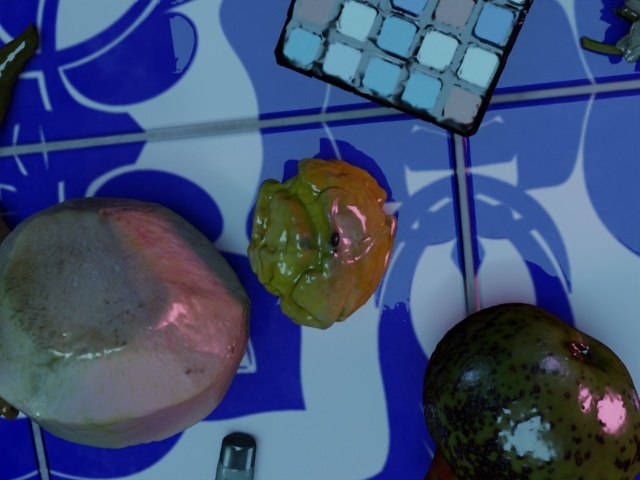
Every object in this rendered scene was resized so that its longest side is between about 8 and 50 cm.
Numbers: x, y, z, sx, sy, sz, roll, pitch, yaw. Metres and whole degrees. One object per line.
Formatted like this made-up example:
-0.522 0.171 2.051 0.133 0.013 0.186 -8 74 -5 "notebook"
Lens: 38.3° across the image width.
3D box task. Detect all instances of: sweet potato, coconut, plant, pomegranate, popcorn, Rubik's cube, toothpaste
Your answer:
-0.363 -0.116 0.955 0.249 0.059 0.069 -45 81 10 "sweet potato"
-0.196 0.081 0.886 0.259 0.259 0.259 2 102 7 "coconut"
0.298 -0.183 0.835 0.122 0.104 0.116 -23 76 36 "plant"
0.178 0.182 0.880 0.214 0.214 0.248 39 121 -2 "pomegranate"
0.000 0.000 0.891 0.148 0.152 0.167 23 81 -26 "popcorn"
0.085 -0.213 0.806 0.182 0.187 0.184 22 106 2 "Rubik's cube"
-0.105 0.328 1.024 0.062 0.039 0.239 9 105 -1 "toothpaste"

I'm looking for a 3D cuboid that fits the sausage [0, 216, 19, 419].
-0.369 0.077 0.962 0.136 0.120 0.241 -12 99 14 "sausage"
